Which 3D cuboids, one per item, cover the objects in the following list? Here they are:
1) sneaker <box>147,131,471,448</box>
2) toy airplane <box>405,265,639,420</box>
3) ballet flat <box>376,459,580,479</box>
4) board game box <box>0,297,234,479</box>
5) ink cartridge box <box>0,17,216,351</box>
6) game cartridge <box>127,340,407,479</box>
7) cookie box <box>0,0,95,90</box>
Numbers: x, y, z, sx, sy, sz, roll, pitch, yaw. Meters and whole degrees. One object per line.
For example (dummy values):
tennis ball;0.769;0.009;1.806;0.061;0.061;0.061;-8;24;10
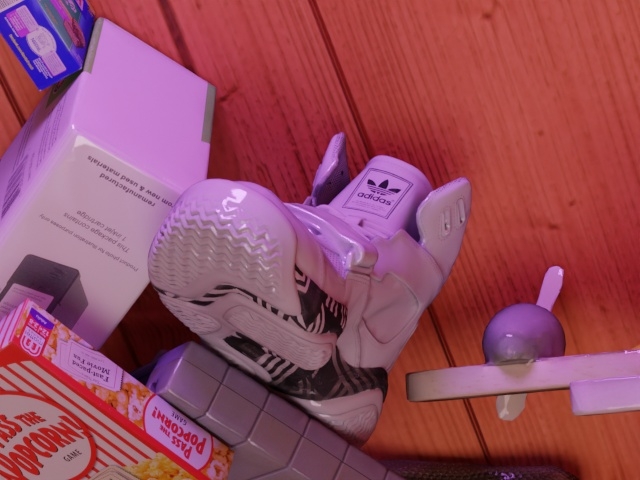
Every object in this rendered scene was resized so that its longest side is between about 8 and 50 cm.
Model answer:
sneaker;0.000;0.000;1.364;0.137;0.210;0.366;21;160;21
toy airplane;0.308;0.082;1.429;0.386;0.272;0.384;15;151;-22
ballet flat;0.109;0.221;1.635;0.249;0.058;0.084;-2;116;7
board game box;-0.182;0.140;1.347;0.193;0.045;0.146;39;130;-22
ink cartridge box;-0.200;-0.002;1.426;0.114;0.198;0.273;30;116;-17
game cartridge;-0.096;0.190;1.510;0.230;0.068;0.355;31;152;-19
cookie box;-0.207;-0.175;1.382;0.040;0.107;0.092;-25;117;13
